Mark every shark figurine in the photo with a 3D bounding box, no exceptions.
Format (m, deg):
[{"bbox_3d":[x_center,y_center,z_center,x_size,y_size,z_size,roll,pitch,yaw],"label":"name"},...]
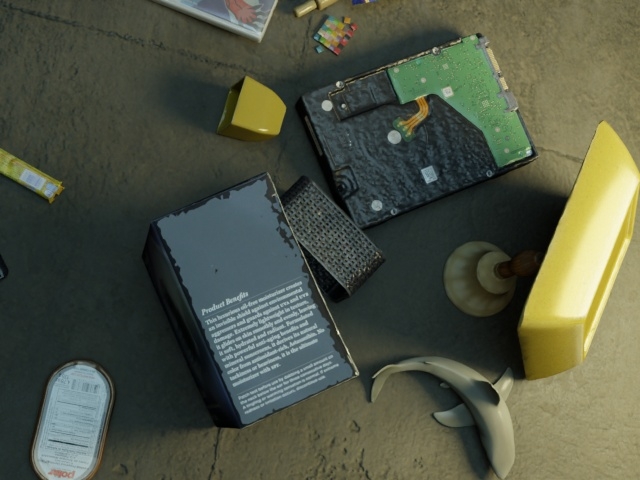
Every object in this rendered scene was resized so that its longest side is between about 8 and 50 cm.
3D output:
[{"bbox_3d":[0.217,0.228,1.634,0.278,0.116,0.166,33,74,-7],"label":"shark figurine"}]

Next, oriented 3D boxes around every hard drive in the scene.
[{"bbox_3d":[0.156,-0.176,1.712,0.338,0.064,0.237,-23,86,-15],"label":"hard drive"}]

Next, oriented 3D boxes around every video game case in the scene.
[{"bbox_3d":[-0.156,-0.433,1.695,0.201,0.023,0.183,21,77,-2],"label":"video game case"}]

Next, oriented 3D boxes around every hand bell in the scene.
[{"bbox_3d":[0.283,0.043,1.611,0.126,0.242,0.126,2,80,-12],"label":"hand bell"}]

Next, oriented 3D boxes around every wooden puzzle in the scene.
[{"bbox_3d":[0.022,-0.337,1.739,0.049,0.006,0.083,36,75,-5],"label":"wooden puzzle"}]

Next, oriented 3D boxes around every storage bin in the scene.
[{"bbox_3d":[0.000,0.000,1.616,0.084,0.122,0.180,-44,92,-15],"label":"storage bin"}]

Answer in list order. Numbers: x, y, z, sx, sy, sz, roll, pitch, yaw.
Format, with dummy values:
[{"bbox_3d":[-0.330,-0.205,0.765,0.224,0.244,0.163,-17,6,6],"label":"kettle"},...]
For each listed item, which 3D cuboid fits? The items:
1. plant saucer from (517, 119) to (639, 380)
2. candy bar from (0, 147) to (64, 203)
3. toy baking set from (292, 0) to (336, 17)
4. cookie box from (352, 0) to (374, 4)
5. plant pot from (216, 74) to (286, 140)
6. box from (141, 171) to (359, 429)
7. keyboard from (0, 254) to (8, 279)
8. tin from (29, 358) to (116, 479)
[{"bbox_3d":[0.398,0.038,1.592,0.081,0.333,0.333,21,75,20],"label":"plant saucer"},{"bbox_3d":[-0.460,-0.108,1.585,0.161,0.018,0.040,30,79,-7],"label":"candy bar"},{"bbox_3d":[-0.001,-0.485,1.746,0.256,0.030,0.197,-27,87,-16],"label":"toy baking set"},{"bbox_3d":[0.095,-0.438,1.731,0.107,0.040,0.092,-20,102,-30],"label":"cookie box"},{"bbox_3d":[-0.103,-0.196,1.652,0.083,0.081,0.082,21,76,-19],"label":"plant pot"},{"bbox_3d":[-0.114,0.097,1.487,0.182,0.296,0.294,-22,85,-15],"label":"box"},{"bbox_3d":[-0.540,-0.014,1.542,0.100,0.038,0.192,-28,87,-15],"label":"keyboard"},{"bbox_3d":[-0.360,0.265,1.537,0.106,0.040,0.190,12,78,-6],"label":"tin"}]
